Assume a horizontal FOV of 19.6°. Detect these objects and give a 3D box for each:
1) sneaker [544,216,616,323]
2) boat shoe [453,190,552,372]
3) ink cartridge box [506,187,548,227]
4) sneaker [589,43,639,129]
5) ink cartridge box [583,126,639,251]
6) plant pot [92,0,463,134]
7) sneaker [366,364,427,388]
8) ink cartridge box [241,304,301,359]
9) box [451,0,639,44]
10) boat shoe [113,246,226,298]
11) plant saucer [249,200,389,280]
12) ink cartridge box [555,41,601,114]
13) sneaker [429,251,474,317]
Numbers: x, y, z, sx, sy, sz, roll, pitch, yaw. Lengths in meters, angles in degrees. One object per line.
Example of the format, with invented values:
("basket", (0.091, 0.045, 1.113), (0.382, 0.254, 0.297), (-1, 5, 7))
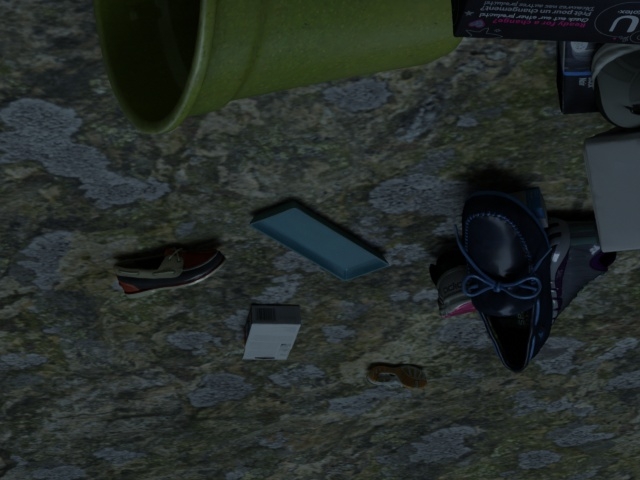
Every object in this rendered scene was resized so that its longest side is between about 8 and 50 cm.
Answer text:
("sneaker", (0.299, 0.046, 2.191), (0.098, 0.083, 0.224), (-6, 153, -5))
("boat shoe", (0.217, 0.052, 2.072), (0.109, 0.089, 0.258), (-2, 139, 26))
("ink cartridge box", (0.211, -0.030, 2.084), (0.083, 0.028, 0.048), (-10, 151, 12))
("sneaker", (0.311, -0.140, 1.637), (0.100, 0.108, 0.271), (0, 167, -12))
("ink cartridge box", (0.421, -0.070, 1.792), (0.278, 0.117, 0.201), (-6, -173, 29))
("plant pot", (-0.021, -0.226, 1.460), (0.253, 0.276, 0.276), (-4, 155, -24))
("sneaker", (0.102, 0.185, 2.502), (0.083, 0.032, 0.037), (10, 164, -14))
("ink cartridge box", (-0.064, 0.118, 2.348), (0.062, 0.029, 0.115), (2, 154, -10))
("box", (0.174, -0.281, 1.347), (0.163, 0.247, 0.142), (1, 152, -7))
("boat shoe", (-0.176, 0.030, 2.151), (0.137, 0.049, 0.043), (-15, 112, 22))
("plant saucer", (0.000, 0.000, 2.136), (0.067, 0.018, 0.192), (-20, 149, 30))
("ink cartridge box", (0.389, -0.196, 1.742), (0.332, 0.065, 0.165), (-6, 152, 4))
("sneaker", (0.165, 0.050, 2.208), (0.063, 0.075, 0.170), (-14, 175, 3))
